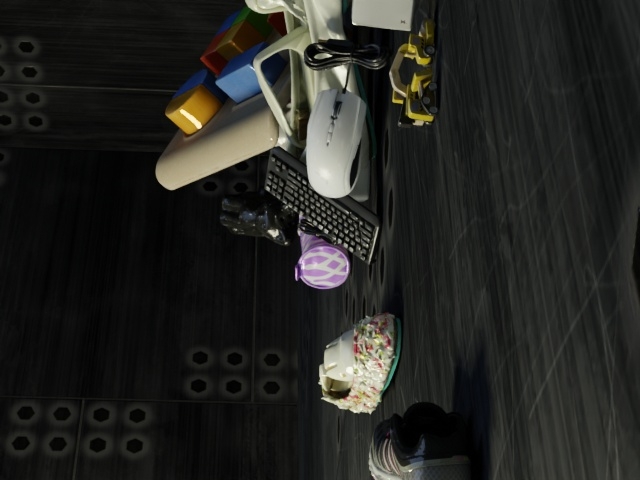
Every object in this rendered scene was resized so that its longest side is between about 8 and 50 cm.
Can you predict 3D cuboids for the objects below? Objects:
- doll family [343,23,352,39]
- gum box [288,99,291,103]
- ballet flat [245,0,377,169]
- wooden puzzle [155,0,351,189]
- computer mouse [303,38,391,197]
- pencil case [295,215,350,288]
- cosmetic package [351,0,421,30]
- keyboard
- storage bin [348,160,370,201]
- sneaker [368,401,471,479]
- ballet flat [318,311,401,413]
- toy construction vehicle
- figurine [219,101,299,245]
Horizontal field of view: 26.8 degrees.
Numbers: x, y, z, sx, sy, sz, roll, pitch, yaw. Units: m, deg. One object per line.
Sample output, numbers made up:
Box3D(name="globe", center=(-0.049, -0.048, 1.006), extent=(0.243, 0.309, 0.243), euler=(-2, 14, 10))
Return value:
Box3D(name="doll family", center=(-0.012, -0.274, 2.140), extent=(0.163, 0.118, 0.263), euler=(-36, -38, -50))
Box3D(name="gum box", center=(-0.001, -0.129, 2.053), extent=(0.062, 0.107, 0.188), euler=(-144, 56, -86))
Box3D(name="ballet flat", center=(-0.024, -0.262, 1.645), extent=(0.139, 0.139, 0.400), euler=(-97, -4, -69))
Box3D(name="wooden puzzle", center=(-0.101, -0.257, 1.920), extent=(0.322, 0.080, 0.348), euler=(-16, 42, 53))
Box3D(name="computer mouse", center=(0.021, -0.142, 1.592), extent=(0.042, 0.106, 0.193), euler=(-33, -48, -68))
Box3D(name="pencil case", center=(0.000, 0.000, 2.143), extent=(0.206, 0.088, 0.086), euler=(-98, 8, -66))
Box3D(name="cosmetic package", center=(0.069, -0.317, 1.192), extent=(0.099, 0.060, 0.239), euler=(-71, -13, -61))
Box3D(name="keyboard", center=(0.000, -0.034, 1.679), extent=(0.023, 0.180, 0.108), euler=(-37, -29, -32))
Box3D(name="storage bin", center=(0.020, -0.107, 1.810), extent=(0.098, 0.091, 0.135), euler=(154, 118, -86))
Box3D(name="sneaker", center=(0.075, 0.149, 0.977), extent=(0.170, 0.063, 0.075), euler=(-132, 43, -78))
Box3D(name="ballet flat", center=(0.038, 0.142, 1.481), extent=(0.241, 0.077, 0.091), euler=(101, 171, -66))
Box3D(name="toy construction vehicle", center=(0.083, -0.144, 1.212), extent=(0.086, 0.035, 0.098), euler=(103, 168, -74))
Box3D(name="figurine", center=(-0.071, -0.103, 1.931), extent=(0.209, 0.092, 0.215), euler=(-161, 73, -70))
